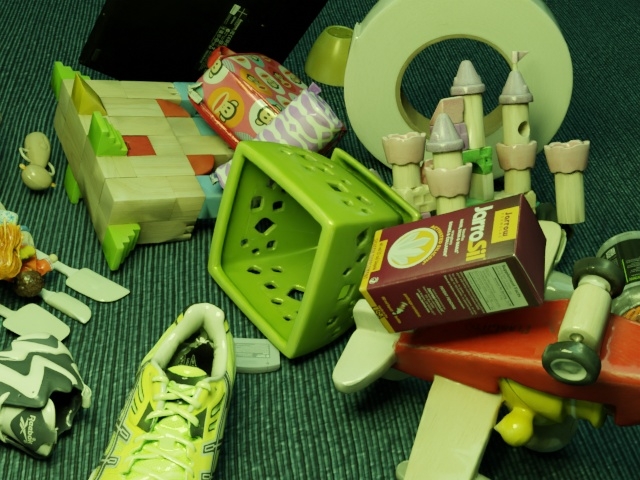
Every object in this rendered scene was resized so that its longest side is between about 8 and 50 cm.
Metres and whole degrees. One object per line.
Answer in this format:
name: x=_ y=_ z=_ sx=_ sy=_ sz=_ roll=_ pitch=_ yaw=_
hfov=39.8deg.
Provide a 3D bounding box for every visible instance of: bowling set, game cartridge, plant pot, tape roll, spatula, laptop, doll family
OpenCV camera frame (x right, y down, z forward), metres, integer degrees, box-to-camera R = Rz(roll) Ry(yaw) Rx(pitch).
bowling set: x=-0.573 y=-0.132 z=1.376 sx=0.287 sy=0.200 sz=0.154 roll=38 pitch=23 yaw=-39
game cartridge: x=-0.097 y=0.155 z=1.190 sx=0.083 sy=0.017 sz=0.056 roll=3 pitch=33 yaw=-8
plant pot: x=0.000 y=0.000 z=1.247 sx=0.207 sy=0.227 sz=0.228 roll=-8 pitch=38 yaw=-39
tape roll: x=0.233 y=-0.273 z=1.525 sx=0.392 sy=0.392 sz=0.072 roll=9 pitch=37 yaw=-1
plant pot: x=0.038 y=-0.405 z=1.901 sx=0.134 sy=0.095 sz=0.134 roll=7 pitch=37 yaw=-5
spatula: x=-0.416 y=0.061 z=1.241 sx=0.242 sy=0.019 sz=0.168 roll=25 pitch=40 yaw=19
laptop: x=-0.170 y=-0.443 z=1.620 sx=0.408 sy=0.382 sz=0.236 roll=20 pitch=46 yaw=-23
doll family: x=-0.486 y=0.019 z=1.174 sx=0.263 sy=0.118 sz=0.163 roll=-11 pitch=38 yaw=-22

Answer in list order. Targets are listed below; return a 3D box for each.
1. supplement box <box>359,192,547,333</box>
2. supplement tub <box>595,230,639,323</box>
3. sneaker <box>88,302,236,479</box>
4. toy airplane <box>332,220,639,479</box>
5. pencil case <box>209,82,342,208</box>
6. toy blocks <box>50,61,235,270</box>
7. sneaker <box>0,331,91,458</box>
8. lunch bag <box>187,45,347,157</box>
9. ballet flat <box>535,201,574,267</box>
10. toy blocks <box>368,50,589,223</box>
supplement box: x=0.150 y=0.028 z=0.993 sx=0.188 sy=0.080 sz=0.104 roll=-15 pitch=37 yaw=30
supplement tub: x=0.484 y=0.082 z=1.335 sx=0.117 sy=0.117 sz=0.190 roll=11 pitch=37 yaw=2
sneaker: x=-0.179 y=0.222 z=0.973 sx=0.145 sy=0.147 sz=0.384 roll=9 pitch=38 yaw=-4
toy airplane: x=0.215 y=0.166 z=1.087 sx=0.386 sy=0.272 sz=0.384 roll=-34 pitch=32 yaw=3
pencil case: x=-0.064 y=-0.136 z=1.316 sx=0.086 sy=0.206 sz=0.088 roll=40 pitch=17 yaw=-43
toy blocks: x=-0.259 y=-0.133 z=1.426 sx=0.261 sy=0.190 sz=0.381 roll=-4 pitch=48 yaw=-32
sneaker: x=-0.370 y=0.196 z=1.005 sx=0.235 sy=0.094 sz=0.153 roll=-13 pitch=32 yaw=-42
lunch bag: x=-0.094 y=-0.228 z=1.494 sx=0.258 sy=0.120 sz=0.293 roll=45 pitch=19 yaw=3
ballet flat: x=0.332 y=0.016 z=1.413 sx=0.096 sy=0.095 sz=0.280 roll=37 pitch=44 yaw=19
toy blocks: x=0.208 y=-0.148 z=1.361 sx=0.289 sy=0.260 sz=0.309 roll=-13 pitch=12 yaw=-26
